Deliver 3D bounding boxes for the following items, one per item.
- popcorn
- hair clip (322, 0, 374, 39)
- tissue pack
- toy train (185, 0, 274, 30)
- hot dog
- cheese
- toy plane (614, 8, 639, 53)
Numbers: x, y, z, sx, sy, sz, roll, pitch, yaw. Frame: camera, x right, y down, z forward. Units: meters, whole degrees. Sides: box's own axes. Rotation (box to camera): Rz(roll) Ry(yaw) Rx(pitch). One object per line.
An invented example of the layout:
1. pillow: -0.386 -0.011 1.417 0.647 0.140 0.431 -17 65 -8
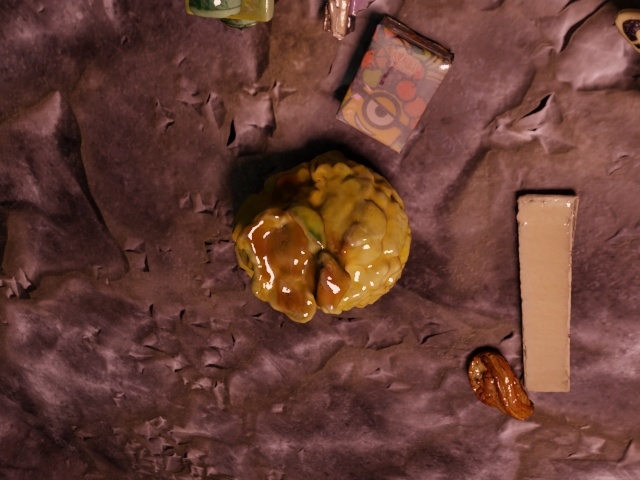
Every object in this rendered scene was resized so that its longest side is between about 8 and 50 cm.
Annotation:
1. popcorn: 0.000 0.000 0.866 0.257 0.270 0.224 -29 124 -14
2. hair clip: 0.038 -0.380 0.674 0.106 0.084 0.292 11 133 7
3. tissue pack: 0.097 -0.207 0.783 0.108 0.060 0.148 28 130 -2
4. toy train: -0.106 -0.397 0.610 0.150 0.237 0.369 10 127 11
5. hot dog: 0.320 0.261 1.032 0.147 0.065 0.099 55 160 -23
6. cheese: 0.358 0.100 0.925 0.085 0.034 0.400 1 124 20
7. toy plane: 0.433 -0.195 0.646 0.244 0.092 0.229 30 131 -1
